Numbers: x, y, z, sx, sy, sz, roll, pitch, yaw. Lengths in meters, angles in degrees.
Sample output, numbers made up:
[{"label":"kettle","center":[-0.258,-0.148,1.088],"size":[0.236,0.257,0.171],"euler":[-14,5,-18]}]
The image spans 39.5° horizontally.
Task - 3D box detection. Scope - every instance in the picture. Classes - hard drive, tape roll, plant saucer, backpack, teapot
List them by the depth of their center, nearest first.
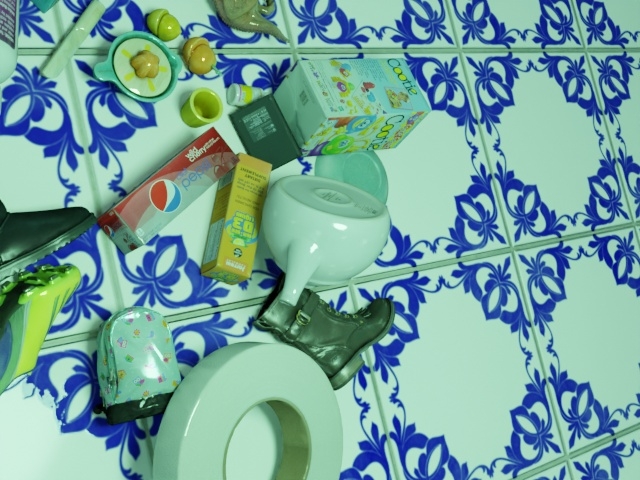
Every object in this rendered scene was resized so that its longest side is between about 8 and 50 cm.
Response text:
[{"label":"backpack","center":[-0.297,0.200,1.464],"size":[0.152,0.115,0.182],"euler":[-7,79,-34]},{"label":"tape roll","center":[-0.111,0.367,1.512],"size":[0.392,0.072,0.392],"euler":[2,88,-48]},{"label":"teapot","center":[0.000,0.000,1.648],"size":[0.256,0.252,0.187],"euler":[0,116,-32]},{"label":"hard drive","center":[-0.105,-0.204,1.729],"size":[0.135,0.094,0.022],"euler":[63,14,-4]},{"label":"plant saucer","center":[0.077,-0.132,1.870],"size":[0.195,0.037,0.195],"euler":[10,71,-32]}]

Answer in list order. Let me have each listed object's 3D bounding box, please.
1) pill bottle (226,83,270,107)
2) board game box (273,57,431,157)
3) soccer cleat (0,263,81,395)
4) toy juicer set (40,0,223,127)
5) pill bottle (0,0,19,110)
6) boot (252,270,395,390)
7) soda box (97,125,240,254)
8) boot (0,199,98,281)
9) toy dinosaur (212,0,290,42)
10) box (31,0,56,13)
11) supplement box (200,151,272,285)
[{"label":"pill bottle","center":[-0.139,-0.282,1.752],"size":[0.083,0.043,0.043],"euler":[5,75,-35]},{"label":"board game box","center":[0.060,-0.271,1.811],"size":[0.275,0.142,0.144],"euler":[-9,66,-36]},{"label":"soccer cleat","center":[-0.457,0.138,1.367],"size":[0.289,0.093,0.121],"euler":[-60,141,-54]},{"label":"toy juicer set","center":[-0.319,-0.345,1.613],"size":[0.329,0.089,0.209],"euler":[16,69,-31]},{"label":"pill bottle","center":[-0.559,-0.343,1.392],"size":[0.169,0.169,0.301],"euler":[7,73,-34]},{"label":"boot","center":[0.012,0.136,1.722],"size":[0.229,0.091,0.263],"euler":[45,49,-7]},{"label":"soda box","center":[-0.266,-0.091,1.579],"size":[0.083,0.092,0.263],"euler":[51,55,-12]},{"label":"boot","center":[-0.500,-0.055,1.401],"size":[0.246,0.094,0.207],"euler":[-34,101,-31]},{"label":"toy dinosaur","center":[-0.179,-0.501,1.744],"size":[0.200,0.127,0.295],"euler":[-34,110,-29]},{"label":"box","center":[-0.525,-0.510,1.505],"size":[0.244,0.100,0.060],"euler":[46,56,-16]},{"label":"supplement box","center":[-0.155,-0.040,1.654],"size":[0.078,0.080,0.233],"euler":[20,68,-28]}]
